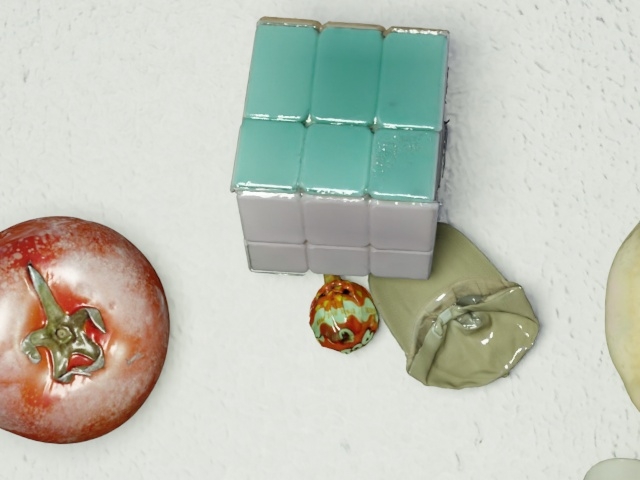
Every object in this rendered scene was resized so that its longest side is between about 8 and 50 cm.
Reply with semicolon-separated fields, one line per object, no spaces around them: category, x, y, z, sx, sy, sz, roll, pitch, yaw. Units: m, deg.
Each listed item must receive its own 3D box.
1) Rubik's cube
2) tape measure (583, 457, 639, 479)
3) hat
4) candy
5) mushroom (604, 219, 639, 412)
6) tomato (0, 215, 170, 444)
Rubik's cube;0.031;-0.099;1.676;0.224;0.221;0.231;5;66;5
tape measure;0.410;0.354;1.607;0.258;0.130;0.265;4;129;16
hat;0.158;0.079;1.765;0.166;0.144;0.173;-34;38;5
candy;-0.002;0.000;1.783;0.078;0.084;0.288;-28;71;38
mushroom;0.504;0.094;1.607;0.353;0.353;0.325;-18;115;5
tomato;-0.313;0.102;1.732;0.270;0.227;0.270;-1;92;-15
